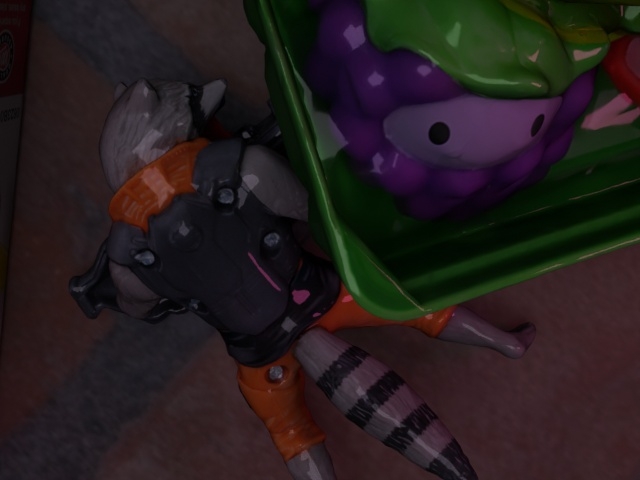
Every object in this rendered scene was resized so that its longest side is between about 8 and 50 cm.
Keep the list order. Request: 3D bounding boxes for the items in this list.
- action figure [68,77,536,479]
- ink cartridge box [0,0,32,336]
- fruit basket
[{"bbox_3d":[0.000,0.000,0.789,0.330,0.178,0.341,42,102,-12],"label":"action figure"},{"bbox_3d":[-0.314,0.002,0.764,0.160,0.279,0.385,9,101,3],"label":"ink cartridge box"},{"bbox_3d":[0.151,-0.139,0.606,0.392,0.392,0.283,-16,92,8],"label":"fruit basket"}]
